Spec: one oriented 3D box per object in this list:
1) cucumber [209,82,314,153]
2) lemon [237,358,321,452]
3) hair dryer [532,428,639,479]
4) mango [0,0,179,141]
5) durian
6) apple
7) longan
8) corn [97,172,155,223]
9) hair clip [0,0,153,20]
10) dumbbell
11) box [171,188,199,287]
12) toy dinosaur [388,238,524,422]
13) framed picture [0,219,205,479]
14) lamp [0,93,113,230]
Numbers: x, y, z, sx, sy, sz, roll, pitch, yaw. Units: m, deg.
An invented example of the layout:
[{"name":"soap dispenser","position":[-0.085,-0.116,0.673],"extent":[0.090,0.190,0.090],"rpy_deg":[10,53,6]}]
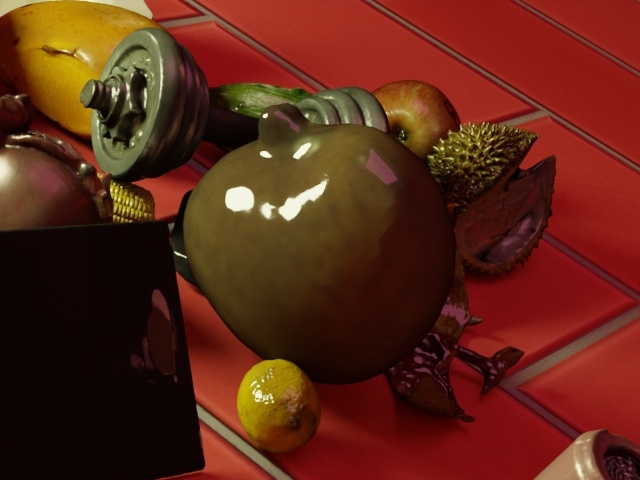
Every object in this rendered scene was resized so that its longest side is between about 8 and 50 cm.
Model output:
[{"name":"cucumber","position":[-0.064,-0.143,2.209],"extent":[0.244,0.134,0.134],"rpy_deg":[20,27,1]},{"name":"lemon","position":[-0.042,0.162,1.712],"extent":[0.082,0.082,0.110],"rpy_deg":[10,29,-23]},{"name":"hair dryer","position":[0.279,0.358,1.495],"extent":[0.125,0.210,0.352],"rpy_deg":[-6,53,-52]},{"name":"mango","position":[-0.284,-0.217,2.149],"extent":[0.290,0.160,0.191],"rpy_deg":[22,31,20]},{"name":"durian","position":[0.189,-0.056,2.210],"extent":[0.138,0.193,0.237],"rpy_deg":[11,13,33]},{"name":"apple","position":[0.114,-0.142,2.317],"extent":[0.146,0.146,0.131],"rpy_deg":[24,16,3]},{"name":"longan","position":[0.000,0.000,1.786],"extent":[0.300,0.300,0.243],"rpy_deg":[29,25,12]},{"name":"corn","position":[-0.268,-0.046,1.939],"extent":[0.165,0.063,0.085],"rpy_deg":[12,36,-18]},{"name":"hair clip","position":[-0.344,-0.357,2.296],"extent":[0.282,0.172,0.113],"rpy_deg":[-7,-17,43]},{"name":"dumbbell","position":[-0.090,-0.125,1.993],"extent":[0.406,0.179,0.179],"rpy_deg":[12,28,-34]},{"name":"box","position":[-0.070,0.020,1.991],"extent":[0.212,0.042,0.201],"rpy_deg":[21,27,-6]},{"name":"toy dinosaur","position":[0.127,0.095,1.930],"extent":[0.206,0.113,0.327],"rpy_deg":[32,30,18]},{"name":"framed picture","position":[-0.247,0.109,1.538],"extent":[0.324,0.244,0.013],"rpy_deg":[-4,-6,-43]},{"name":"lamp","position":[-0.318,-0.039,1.796],"extent":[0.223,0.215,0.151],"rpy_deg":[59,24,16]}]
